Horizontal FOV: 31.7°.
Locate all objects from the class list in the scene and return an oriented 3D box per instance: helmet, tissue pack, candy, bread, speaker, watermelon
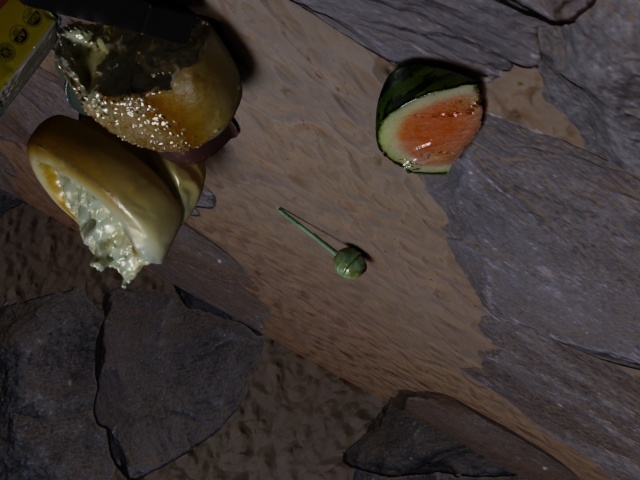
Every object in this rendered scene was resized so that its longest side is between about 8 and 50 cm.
[{"bbox_3d":[-0.231,-0.184,1.796,0.175,0.106,0.155,38,166,1],"label":"helmet"},{"bbox_3d":[-0.581,-0.301,1.845,0.192,0.271,0.134,34,171,-5],"label":"tissue pack"},{"bbox_3d":[0.000,0.000,2.034,0.202,0.061,0.061,37,168,20],"label":"candy"},{"bbox_3d":[-0.352,-0.098,2.023,0.424,0.245,0.329,8,124,63],"label":"bread"},{"bbox_3d":[-0.267,-0.293,1.380,0.218,0.044,0.082,6,-156,-39],"label":"speaker"},{"bbox_3d":[0.121,-0.138,1.277,0.119,0.063,0.245,14,159,4],"label":"watermelon"},{"bbox_3d":[-0.233,-0.211,1.573,0.314,0.171,0.192,22,158,40],"label":"bread"}]

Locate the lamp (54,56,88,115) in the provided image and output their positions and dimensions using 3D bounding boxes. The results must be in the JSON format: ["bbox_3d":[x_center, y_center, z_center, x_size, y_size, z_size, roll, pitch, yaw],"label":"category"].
[{"bbox_3d":[-0.336,-0.238,1.763,0.214,0.121,0.121,44,174,35],"label":"lamp"}]

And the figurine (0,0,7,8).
[{"bbox_3d":[-0.546,-0.420,1.660,0.183,0.160,0.226,41,173,-25],"label":"figurine"}]
